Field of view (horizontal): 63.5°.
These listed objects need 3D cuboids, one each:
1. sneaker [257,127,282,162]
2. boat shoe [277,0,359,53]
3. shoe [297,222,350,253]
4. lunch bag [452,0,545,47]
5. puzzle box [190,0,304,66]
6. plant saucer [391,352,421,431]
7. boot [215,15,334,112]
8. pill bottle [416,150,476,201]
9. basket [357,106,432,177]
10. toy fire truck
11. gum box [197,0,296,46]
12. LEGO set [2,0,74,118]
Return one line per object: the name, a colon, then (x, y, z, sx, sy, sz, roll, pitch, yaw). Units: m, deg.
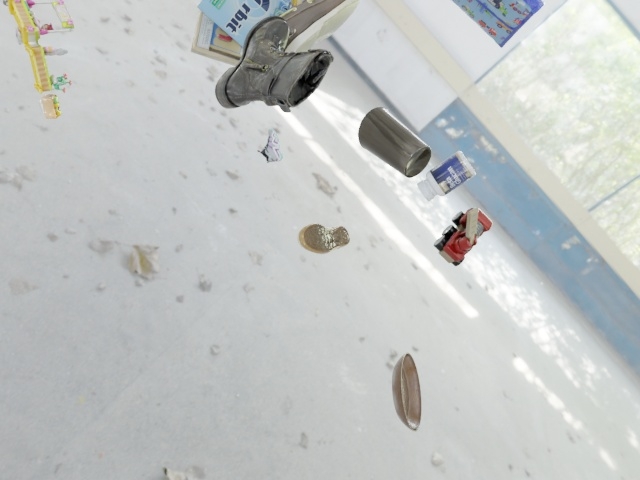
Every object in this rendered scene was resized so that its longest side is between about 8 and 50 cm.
sneaker: (-0.153, -0.273, 1.498, 0.069, 0.038, 0.098, -18, 92, -22)
boat shoe: (-0.011, -0.542, 1.251, 0.097, 0.116, 0.324, 42, 58, -1)
shoe: (0.000, 0.000, 1.282, 0.219, 0.058, 0.076, -1, 76, -60)
lunch bag: (0.491, -0.678, 1.404, 0.221, 0.138, 0.293, 44, 12, 0)
puzzle box: (-0.154, -0.644, 1.327, 0.272, 0.408, 0.052, 12, 8, -19)
plant saucer: (0.223, 0.394, 1.347, 0.198, 0.036, 0.198, -10, 90, -67)
boot: (-0.066, -0.341, 0.999, 0.091, 0.229, 0.263, 47, 63, -43)
pill bottle: (0.394, -0.198, 1.632, 0.094, 0.169, 0.094, 47, 20, -23)
basket: (0.264, -0.333, 1.806, 0.227, 0.154, 0.204, 46, 0, 32)
toy fire truck: (0.545, -0.046, 1.883, 0.158, 0.246, 0.217, 44, 64, -5)
gum box: (-0.174, -0.557, 1.241, 0.184, 0.157, 0.041, 37, 36, -24)
LEGO set: (-0.587, -0.419, 1.125, 0.107, 0.132, 0.287, -21, 97, -32)
